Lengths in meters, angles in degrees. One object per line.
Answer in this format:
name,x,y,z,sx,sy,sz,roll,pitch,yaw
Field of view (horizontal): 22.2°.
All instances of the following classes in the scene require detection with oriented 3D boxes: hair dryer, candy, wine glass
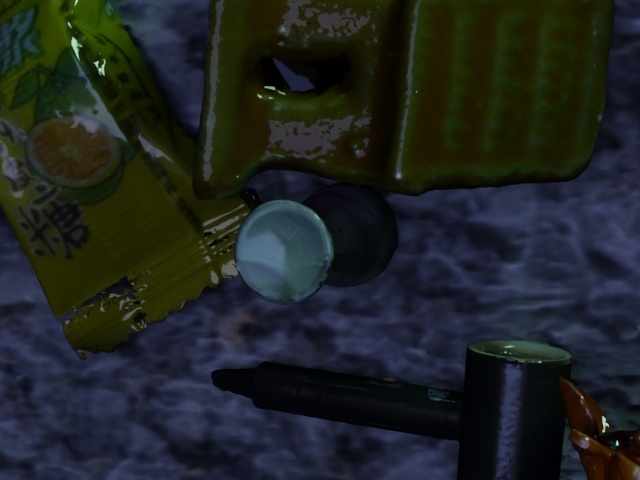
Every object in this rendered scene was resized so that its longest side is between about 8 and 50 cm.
hair dryer,0.042,0.126,1.103,0.255,0.070,0.128,5,96,24
candy,-0.166,-0.082,1.133,0.187,0.081,0.297,-30,85,19
wine glass,0.000,0.000,1.050,0.073,0.155,0.073,1,93,14

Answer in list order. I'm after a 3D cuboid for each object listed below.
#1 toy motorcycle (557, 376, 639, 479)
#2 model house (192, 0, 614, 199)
toy motorcycle,0.267,0.082,0.965,0.221,0.148,0.326,27,89,18
model house,0.061,-0.148,1.007,0.239,0.173,0.268,7,94,16
